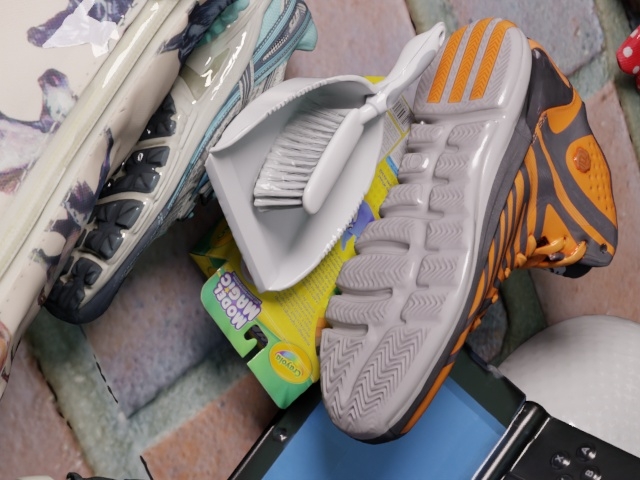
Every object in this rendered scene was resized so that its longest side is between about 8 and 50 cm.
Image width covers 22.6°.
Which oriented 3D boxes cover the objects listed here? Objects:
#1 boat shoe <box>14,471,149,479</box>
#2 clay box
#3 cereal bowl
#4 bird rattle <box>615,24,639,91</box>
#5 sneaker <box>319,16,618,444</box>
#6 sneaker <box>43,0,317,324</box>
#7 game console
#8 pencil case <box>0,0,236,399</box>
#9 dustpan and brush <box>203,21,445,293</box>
[{"bbox_3d":[-0.136,0.316,1.054,0.113,0.127,0.340,-6,92,-26],"label":"boat shoe"},{"bbox_3d":[0.000,0.000,1.157,0.222,0.053,0.127,-48,123,-23],"label":"clay box"},{"bbox_3d":[0.259,0.238,1.353,0.339,0.141,0.339,-6,100,-38],"label":"cereal bowl"},{"bbox_3d":[0.303,-0.261,1.349,0.207,0.143,0.253,37,87,-25],"label":"bird rattle"},{"bbox_3d":[0.126,0.016,1.148,0.180,0.124,0.321,34,73,-38],"label":"sneaker"},{"bbox_3d":[-0.083,-0.061,1.048,0.122,0.110,0.283,39,74,-42],"label":"sneaker"},{"bbox_3d":[0.081,0.218,1.138,0.293,0.250,0.173,-53,134,-14],"label":"game console"},{"bbox_3d":[-0.188,-0.042,0.914,0.160,0.183,0.410,35,76,-29],"label":"pencil case"},{"bbox_3d":[0.016,-0.077,1.072,0.211,0.060,0.147,-58,148,-29],"label":"dustpan and brush"}]
